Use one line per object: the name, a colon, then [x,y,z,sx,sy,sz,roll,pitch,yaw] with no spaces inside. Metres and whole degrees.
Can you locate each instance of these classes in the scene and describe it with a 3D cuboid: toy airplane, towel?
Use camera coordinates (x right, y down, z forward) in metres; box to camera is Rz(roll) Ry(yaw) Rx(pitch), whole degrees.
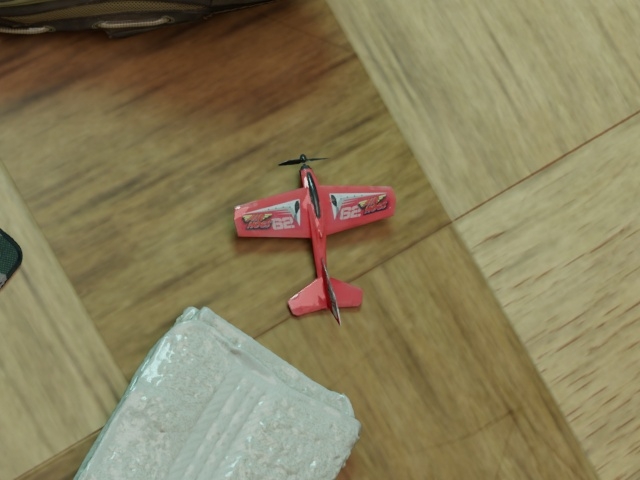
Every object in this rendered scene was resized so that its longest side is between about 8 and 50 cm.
toy airplane: [0.000,0.000,1.518,0.151,0.028,0.151,5,76,-20]
towel: [-0.099,0.206,1.417,0.187,0.049,0.282,33,67,-12]

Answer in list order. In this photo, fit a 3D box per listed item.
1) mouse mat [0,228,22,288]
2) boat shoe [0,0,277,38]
mouse mat: [-0.338,0.030,1.382,0.152,0.007,0.189,41,67,-9]
boat shoe: [-0.149,-0.236,1.458,0.355,0.130,0.132,-2,75,-17]
